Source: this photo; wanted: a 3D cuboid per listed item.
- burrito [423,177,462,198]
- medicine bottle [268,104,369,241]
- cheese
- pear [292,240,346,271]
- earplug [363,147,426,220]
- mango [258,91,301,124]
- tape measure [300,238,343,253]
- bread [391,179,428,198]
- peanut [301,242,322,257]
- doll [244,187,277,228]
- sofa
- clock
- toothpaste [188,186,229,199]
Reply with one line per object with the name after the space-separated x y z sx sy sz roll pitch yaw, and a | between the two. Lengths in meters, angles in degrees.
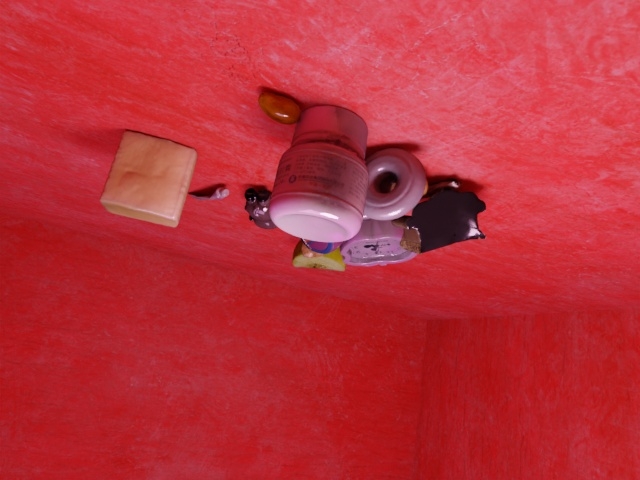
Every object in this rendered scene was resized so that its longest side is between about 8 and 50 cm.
0.376 -0.166 1.288 0.051 0.042 0.171 8 167 -28 | burrito
0.008 -0.170 1.059 0.241 0.302 0.241 10 162 3 | medicine bottle
-0.565 -0.204 1.353 0.242 0.265 0.124 12 163 -7 | cheese
-0.008 0.037 1.976 0.292 0.159 0.292 7 161 2 | pear
0.168 -0.152 1.192 0.175 0.214 0.325 21 169 -29 | earplug
-0.103 -0.332 1.017 0.114 0.060 0.080 18 176 -29 | mango
-0.006 -0.072 1.546 0.245 0.149 0.231 49 147 -6 | tape measure
0.270 -0.166 1.273 0.114 0.077 0.189 35 158 -5 | bread
0.000 0.000 1.747 0.137 0.253 0.122 -34 97 25 | peanut
-0.230 -0.125 1.654 0.182 0.117 0.257 10 162 15 | doll
0.375 -0.071 1.309 0.258 0.182 0.200 -14 -175 -4 | sofa
0.244 0.012 1.721 0.338 0.102 0.338 -1 155 0 | clock
-0.471 -0.192 1.708 0.075 0.048 0.301 -11 -172 -41 | toothpaste
